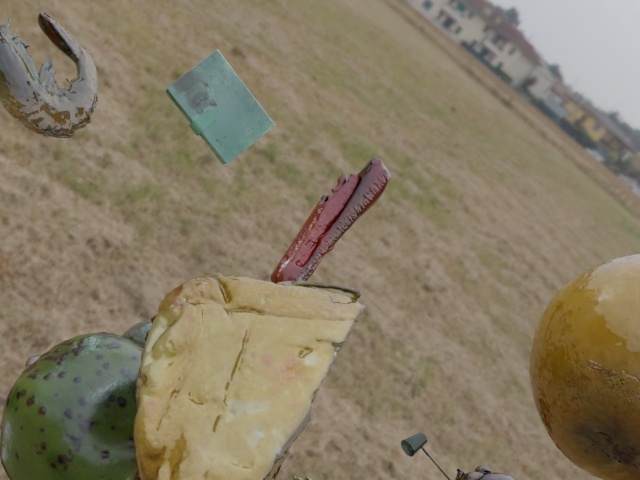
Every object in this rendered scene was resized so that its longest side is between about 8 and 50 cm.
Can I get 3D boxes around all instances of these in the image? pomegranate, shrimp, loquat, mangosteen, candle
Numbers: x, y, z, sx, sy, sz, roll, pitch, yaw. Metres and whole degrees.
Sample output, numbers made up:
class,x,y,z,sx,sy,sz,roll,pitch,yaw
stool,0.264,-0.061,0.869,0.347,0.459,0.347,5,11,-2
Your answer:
class,x,y,z,sx,sy,sz,roll,pitch,yaw
pomegranate,-0.301,0.239,1.051,0.270,0.254,0.254,24,7,30
shrimp,-0.424,-0.273,1.197,0.173,0.058,0.253,-33,105,-37
loquat,0.355,0.141,0.843,0.263,0.263,0.263,37,18,-14
mangosteen,0.281,0.439,1.357,0.140,0.140,0.140,37,18,-14
candle,0.000,0.000,1.140,0.059,0.301,0.084,44,-19,-27

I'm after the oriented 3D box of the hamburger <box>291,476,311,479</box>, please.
class,x,y,z,sx,sy,sz,roll,pitch,yaw
hamburger,-0.036,0.620,1.631,0.212,0.274,0.274,-8,45,-33

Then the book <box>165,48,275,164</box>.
class,x,y,z,sx,sy,sz,roll,pitch,yaw
book,-0.142,-0.185,1.129,0.135,0.103,0.017,53,-20,-14

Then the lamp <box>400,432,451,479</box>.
class,x,y,z,sx,sy,sz,roll,pitch,yaw
lamp,0.192,0.392,1.408,0.054,0.041,0.121,-26,88,-31

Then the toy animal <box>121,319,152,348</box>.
class,x,y,z,sx,sy,sz,roll,pitch,yaw
toy animal,-0.221,0.173,1.358,0.251,0.127,0.125,-19,104,-51

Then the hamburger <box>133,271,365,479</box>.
class,x,y,z,sx,sy,sz,roll,pitch,yaw
hamburger,-0.105,0.152,0.879,0.209,0.162,0.330,30,60,4
